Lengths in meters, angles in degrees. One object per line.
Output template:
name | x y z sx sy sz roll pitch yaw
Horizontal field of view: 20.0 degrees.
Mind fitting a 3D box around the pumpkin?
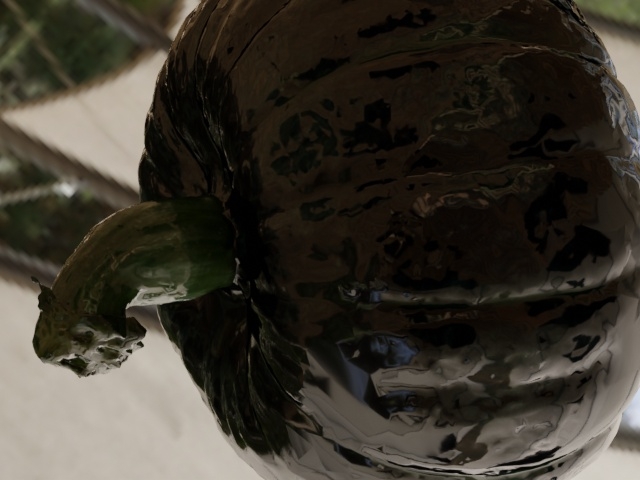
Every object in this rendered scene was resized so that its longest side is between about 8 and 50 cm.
pumpkin | 0.000 0.000 0.717 0.248 0.248 0.248 -45 -172 8
